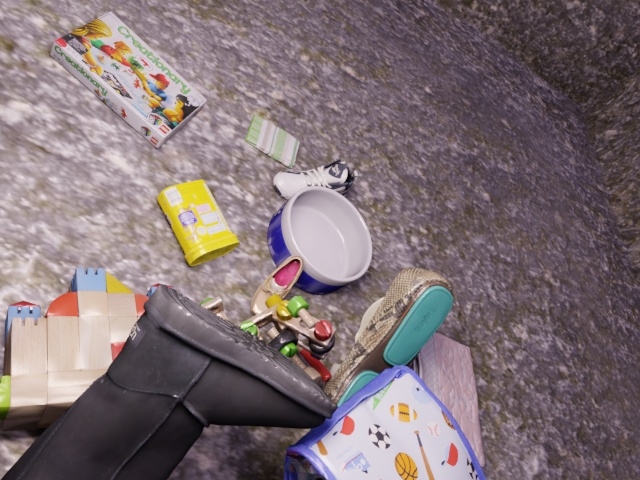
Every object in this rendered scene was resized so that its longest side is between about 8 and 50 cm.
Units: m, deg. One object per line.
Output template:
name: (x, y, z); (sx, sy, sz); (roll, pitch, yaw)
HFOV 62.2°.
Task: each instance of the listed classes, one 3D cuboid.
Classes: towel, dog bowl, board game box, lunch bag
towel: (0.323, 0.402, 1.382); (0.316, 0.053, 0.332); (30, 50, -39)
dog bowl: (0.000, 0.000, 1.356); (0.264, 0.104, 0.265); (20, 53, -30)
board game box: (-0.441, -0.380, 1.252); (0.305, 0.053, 0.193); (42, 46, -12)
lunch bag: (0.125, 0.469, 0.979); (0.327, 0.238, 0.386); (-24, 92, -43)
towel: (-0.132, -0.274, 1.472); (0.151, 0.023, 0.113); (28, 48, -22)

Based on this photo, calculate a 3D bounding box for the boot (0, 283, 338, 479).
boot: (-0.229, 0.334, 0.787); (0.367, 0.146, 0.445); (39, 85, -29)

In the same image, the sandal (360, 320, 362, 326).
sandal: (0.164, 0.312, 1.305); (0.086, 0.120, 0.303); (35, 45, -40)

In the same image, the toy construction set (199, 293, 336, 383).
toy construction set: (-0.115, 0.197, 1.090); (0.237, 0.257, 0.309); (46, 1, 28)

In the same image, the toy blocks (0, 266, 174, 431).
toy blocks: (-0.376, 0.168, 0.917); (0.381, 0.191, 0.261); (5, 50, -35)

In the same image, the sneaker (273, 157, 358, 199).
sneaker: (0.001, -0.170, 1.422); (0.234, 0.153, 0.094); (11, 57, -35)

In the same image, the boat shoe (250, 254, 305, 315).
boat shoe: (-0.098, 0.100, 1.193); (0.063, 0.059, 0.170); (36, 83, 1)

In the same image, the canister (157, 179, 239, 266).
canister: (-0.272, -0.042, 1.179); (0.126, 0.073, 0.170); (-21, 78, -45)

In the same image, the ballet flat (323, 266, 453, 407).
ballet flat: (0.120, 0.271, 1.205); (0.164, 0.182, 0.483); (34, 87, -29)
